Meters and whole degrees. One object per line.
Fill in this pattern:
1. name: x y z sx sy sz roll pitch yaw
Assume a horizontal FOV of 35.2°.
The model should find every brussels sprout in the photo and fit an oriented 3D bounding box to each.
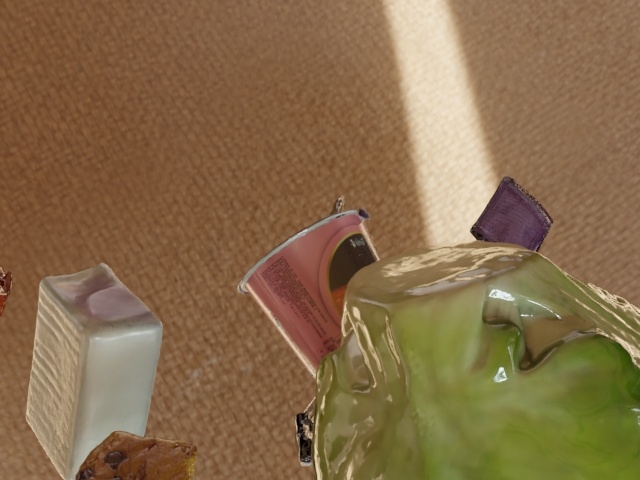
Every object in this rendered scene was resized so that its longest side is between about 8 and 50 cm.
1. brussels sprout: 0.104 0.118 0.552 0.220 0.271 0.210 -16 22 30

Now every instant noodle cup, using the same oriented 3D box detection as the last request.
1. instant noodle cup: 0.033 0.117 1.563 0.244 0.244 0.255 -30 76 -11

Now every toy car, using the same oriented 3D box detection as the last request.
1. toy car: 0.029 0.306 1.696 0.108 0.209 0.089 5 54 -19

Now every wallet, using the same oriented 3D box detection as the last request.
1. wallet: 0.293 -0.021 1.528 0.111 0.030 0.166 47 43 -8

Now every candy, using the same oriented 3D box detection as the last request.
1. candy: -0.404 0.237 1.773 0.145 0.358 0.208 -13 40 -40

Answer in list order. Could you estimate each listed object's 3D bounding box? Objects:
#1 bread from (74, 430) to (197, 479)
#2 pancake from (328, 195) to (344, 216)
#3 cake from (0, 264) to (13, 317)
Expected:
1. bread: -0.236 0.337 1.248 0.143 0.158 0.149 14 33 -3
2. pancake: 0.001 0.001 1.925 0.021 0.199 0.199 27 72 0
3. cake: -0.326 0.036 0.607 0.177 0.283 0.150 32 101 18
